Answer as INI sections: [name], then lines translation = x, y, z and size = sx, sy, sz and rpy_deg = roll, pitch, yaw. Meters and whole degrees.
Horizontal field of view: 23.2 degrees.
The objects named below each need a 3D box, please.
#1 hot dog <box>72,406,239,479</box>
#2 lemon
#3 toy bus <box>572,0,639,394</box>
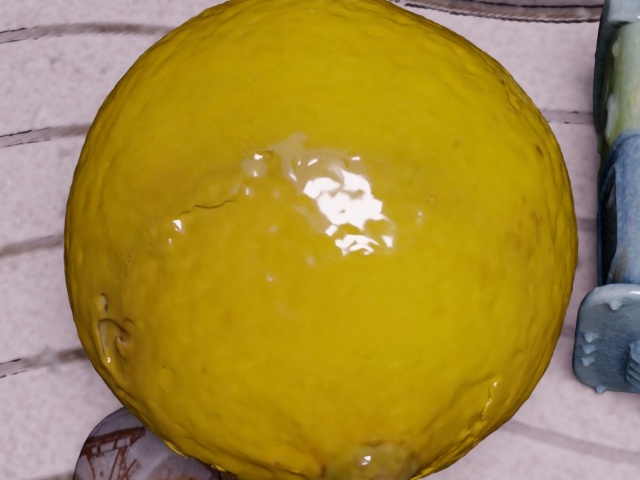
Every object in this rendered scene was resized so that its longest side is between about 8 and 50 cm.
[hot dog]
translation = -0.065, 0.188, 0.740
size = 0.131, 0.069, 0.253
rpy_deg = -13, 66, 13
[lemon]
translation = -0.001, -0.002, 0.708
size = 0.228, 0.253, 0.228
rpy_deg = -1, 106, -4
[toy bus]
translation = 0.279, -0.014, 0.718
size = 0.312, 0.152, 0.190
rpy_deg = 4, 71, 9
